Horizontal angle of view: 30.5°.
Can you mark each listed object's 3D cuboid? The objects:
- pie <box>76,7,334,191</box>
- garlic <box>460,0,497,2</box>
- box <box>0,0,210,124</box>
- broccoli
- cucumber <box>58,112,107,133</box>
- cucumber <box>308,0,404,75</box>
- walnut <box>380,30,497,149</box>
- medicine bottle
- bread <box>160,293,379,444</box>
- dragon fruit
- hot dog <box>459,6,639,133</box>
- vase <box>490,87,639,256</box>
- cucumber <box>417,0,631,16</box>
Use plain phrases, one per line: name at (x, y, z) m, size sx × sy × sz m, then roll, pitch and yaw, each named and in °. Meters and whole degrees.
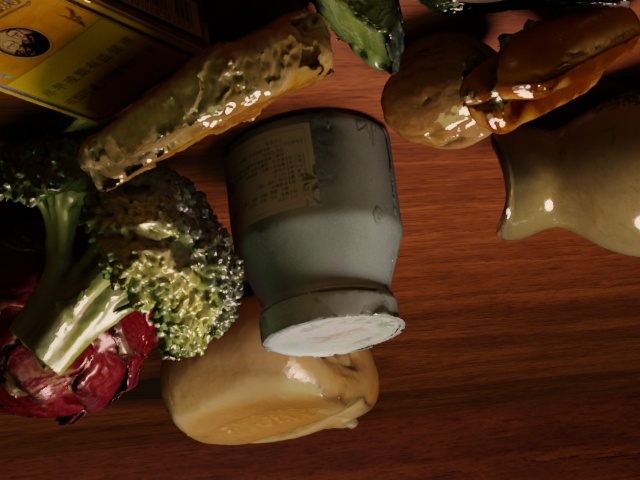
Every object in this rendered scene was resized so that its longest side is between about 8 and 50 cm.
pie at (-0.120, -0.156, 1.308) m, size 0.339 × 0.083 × 0.339 m, roll -30°, pitch -176°, yaw 2°
garlic at (0.118, -0.347, 1.042) m, size 0.340 × 0.231 × 0.246 m, roll -13°, pitch 120°, yaw -39°
box at (-0.287, -0.230, 1.219) m, size 0.192 × 0.084 × 0.301 m, roll -26°, pitch 153°, yaw 33°
broccoli at (-0.264, 0.011, 1.491) m, size 0.375 × 0.302 × 0.249 m, roll 42°, pitch 145°, yaw -15°
cucumber at (-0.275, -0.170, 1.443) m, size 0.107 × 0.035 × 0.067 m, roll -29°, pitch 170°, yaw 37°
cucumber at (0.051, -0.259, 1.306) m, size 0.115 × 0.086 × 0.193 m, roll 31°, pitch 168°, yaw 17°
walnut at (0.157, -0.186, 1.456) m, size 0.166 × 0.149 × 0.166 m, roll -14°, pitch -167°, yaw 4°
medicine bottle at (0.000, 0.000, 1.639) m, size 0.245 × 0.290 × 0.245 m, roll -8°, pitch 159°, yaw -3°
bread at (-0.114, 0.240, 2.240) m, size 0.376 × 0.253 × 0.348 m, roll -24°, pitch 149°, yaw 29°
dragon fruit at (-0.384, 0.108, 1.739) m, size 0.329 × 0.329 × 0.329 m, roll -8°, pitch 158°, yaw -3°
hot dog at (0.263, -0.211, 1.363) m, size 0.337 × 0.100 × 0.135 m, roll -28°, pitch 168°, yaw -48°
vase at (0.423, -0.099, 1.724) m, size 0.302 × 0.241 × 0.329 m, roll -4°, pitch -173°, yaw 18°
cucumber at (0.232, -0.291, 1.326) m, size 0.245 × 0.067 × 0.067 m, roll -5°, pitch 158°, yaw -7°
